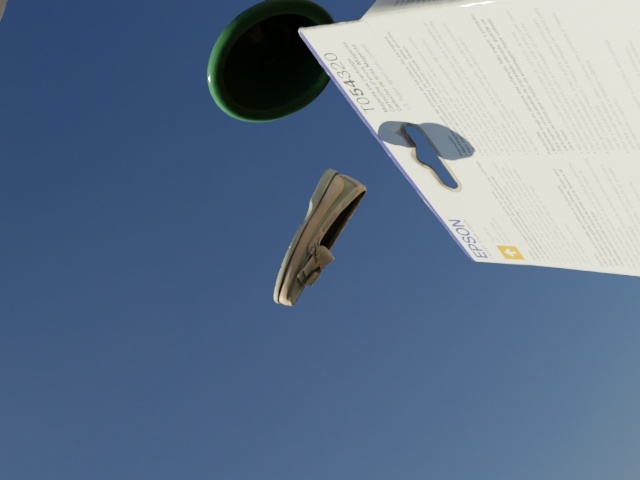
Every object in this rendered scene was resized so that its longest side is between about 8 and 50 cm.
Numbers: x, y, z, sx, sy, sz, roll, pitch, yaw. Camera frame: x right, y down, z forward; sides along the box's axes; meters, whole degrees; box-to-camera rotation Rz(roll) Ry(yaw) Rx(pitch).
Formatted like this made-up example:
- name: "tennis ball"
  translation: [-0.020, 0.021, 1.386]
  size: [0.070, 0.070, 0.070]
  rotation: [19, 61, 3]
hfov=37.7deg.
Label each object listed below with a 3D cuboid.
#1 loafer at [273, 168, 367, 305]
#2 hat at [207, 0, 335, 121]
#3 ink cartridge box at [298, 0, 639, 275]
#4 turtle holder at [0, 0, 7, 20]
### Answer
- name: "loafer"
  translation: [0.000, 0.000, 0.792]
  size: [0.045, 0.039, 0.125]
  rotation: [64, -133, -74]
- name: "hat"
  translation: [-0.083, -0.277, 1.231]
  size: [0.209, 0.183, 0.173]
  rotation: [-15, -46, -24]
- name: "ink cartridge box"
  translation: [0.194, -0.088, 0.735]
  size: [0.324, 0.330, 0.071]
  rotation: [48, -118, -37]
- name: "turtle holder"
  translation: [-0.317, -0.211, 0.636]
  size: [0.320, 0.227, 0.243]
  rotation: [-28, -31, -61]
